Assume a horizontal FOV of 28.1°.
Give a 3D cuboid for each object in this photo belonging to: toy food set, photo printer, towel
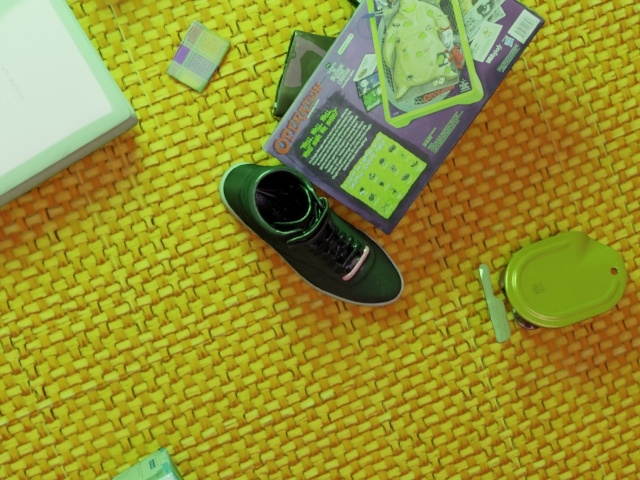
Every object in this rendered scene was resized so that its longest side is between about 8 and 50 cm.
[{"bbox_3d":[0.321,0.069,1.810,0.217,0.071,0.128,-16,72,-12],"label":"toy food set"},{"bbox_3d":[-0.426,-0.179,1.620,0.307,0.107,0.256,-32,99,-8],"label":"photo printer"},{"bbox_3d":[-0.164,-0.247,1.718,0.060,0.009,0.083,29,88,-12],"label":"towel"}]

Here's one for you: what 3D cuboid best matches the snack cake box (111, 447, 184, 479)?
[{"bbox_3d":[-0.172,0.418,1.681,0.089,0.152,0.264,-30,99,-9],"label":"snack cake box"}]

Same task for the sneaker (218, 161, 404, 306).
[{"bbox_3d":[0.000,0.000,1.695,0.295,0.147,0.104,36,84,-12],"label":"sneaker"}]

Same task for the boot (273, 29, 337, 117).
[{"bbox_3d":[0.064,-0.248,1.705,0.206,0.090,0.248,17,105,-11],"label":"boot"}]

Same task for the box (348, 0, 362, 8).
[{"bbox_3d":[0.046,-0.398,1.738,0.207,0.036,0.114,43,85,-10],"label":"box"}]

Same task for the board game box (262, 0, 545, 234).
[{"bbox_3d":[0.105,-0.203,1.662,0.208,0.056,0.347,34,104,-9],"label":"board game box"}]
